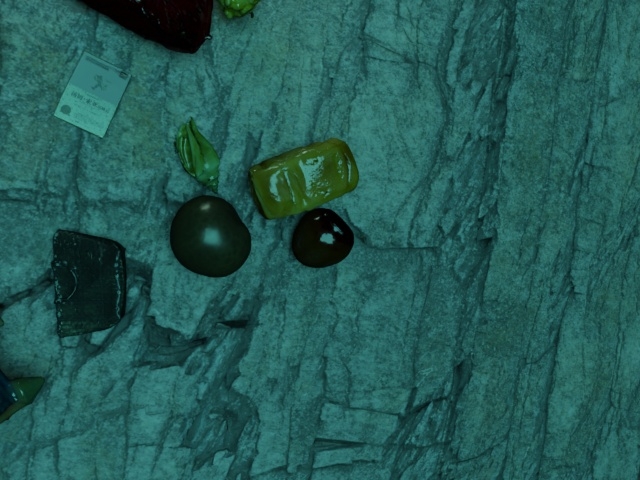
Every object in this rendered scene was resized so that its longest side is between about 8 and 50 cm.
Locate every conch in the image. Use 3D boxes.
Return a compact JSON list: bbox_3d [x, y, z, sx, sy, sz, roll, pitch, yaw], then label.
[{"bbox_3d":[-0.316,-0.213,1.493,0.094,0.079,0.201,-35,89,-2],"label":"conch"}]

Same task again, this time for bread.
[{"bbox_3d":[-0.048,-0.171,1.570,0.294,0.132,0.167,-22,108,-20],"label":"bread"}]

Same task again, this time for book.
[{"bbox_3d":[-0.561,-0.360,1.417,0.127,0.014,0.182,25,86,-21],"label":"book"}]

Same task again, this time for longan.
[{"bbox_3d":[-0.282,-0.006,1.465,0.212,0.198,0.198,44,79,-20],"label":"longan"}]

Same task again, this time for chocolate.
[{"bbox_3d":[0.000,0.000,1.599,0.176,0.176,0.177,-2,95,-21],"label":"chocolate"}]

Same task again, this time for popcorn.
[{"bbox_3d":[-0.204,-0.645,1.453,0.142,0.173,0.174,37,79,-54],"label":"popcorn"}]

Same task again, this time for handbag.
[{"bbox_3d":[-0.572,0.107,1.422,0.175,0.088,0.271,0,95,-13],"label":"handbag"}]

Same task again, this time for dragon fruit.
[{"bbox_3d":[-0.397,-0.647,1.408,0.286,0.227,0.330,33,69,-42],"label":"dragon fruit"}]

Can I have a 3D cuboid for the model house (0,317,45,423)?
[{"bbox_3d":[-0.805,0.289,1.267,0.280,0.245,0.312,-40,108,-22],"label":"model house"}]
